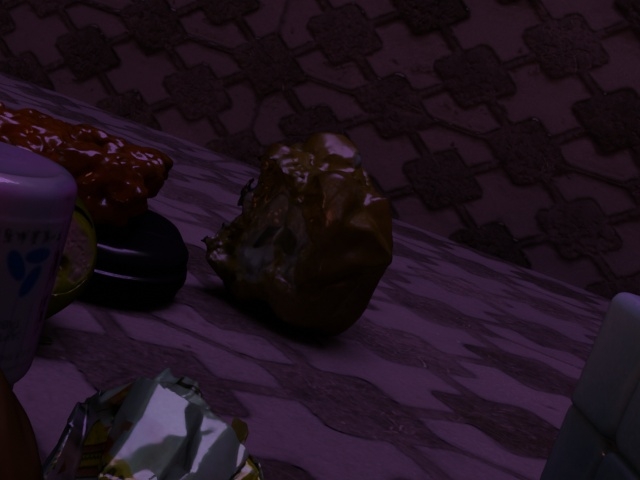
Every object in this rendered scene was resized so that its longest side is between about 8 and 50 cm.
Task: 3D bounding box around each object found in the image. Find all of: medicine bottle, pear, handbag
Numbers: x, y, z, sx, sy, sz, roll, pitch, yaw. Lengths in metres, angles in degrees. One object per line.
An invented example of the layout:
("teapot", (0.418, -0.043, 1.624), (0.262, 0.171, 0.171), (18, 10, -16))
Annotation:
("medicine bottle", (-0.301, 0.048, 0.706), (0.152, 0.254, 0.152), (18, 10, -3))
("pear", (-0.363, 0.006, 1.003), (0.220, 0.187, 0.188), (-1, -4, 39))
("handbag", (-0.324, 0.005, 1.288), (0.254, 0.093, 0.308), (15, 12, -20))

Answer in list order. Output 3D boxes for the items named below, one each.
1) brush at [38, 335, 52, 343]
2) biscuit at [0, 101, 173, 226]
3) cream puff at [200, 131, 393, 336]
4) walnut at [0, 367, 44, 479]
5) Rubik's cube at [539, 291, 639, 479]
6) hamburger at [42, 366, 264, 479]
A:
("brush", (-0.343, 0.107, 0.976), (0.084, 0.013, 0.016), (12, 11, -36))
("biscuit", (-0.385, -0.120, 1.265), (0.318, 0.110, 0.312), (18, 10, -9))
("cream puff", (-0.001, 0.004, 1.378), (0.270, 0.323, 0.274), (46, 31, 15))
("walnut", (-0.296, 0.101, 0.319), (0.398, 0.307, 0.354), (27, 13, 26))
("Rubik's cube", (0.347, 0.257, 0.598), (0.319, 0.315, 0.322), (16, 10, -11))
("hamburger", (-0.120, 0.176, 0.521), (0.125, 0.214, 0.235), (27, 2, -21))
